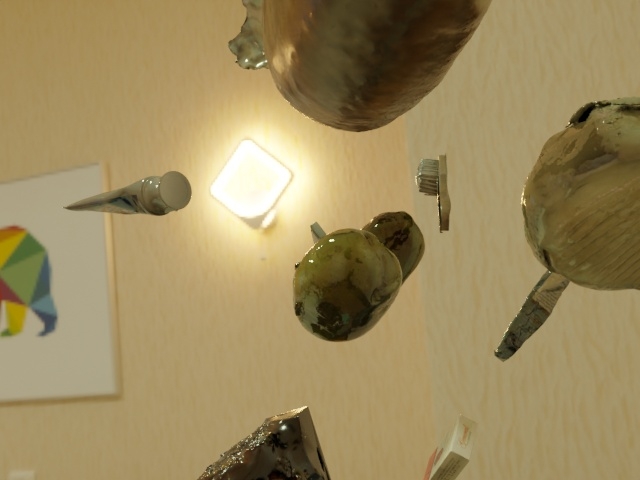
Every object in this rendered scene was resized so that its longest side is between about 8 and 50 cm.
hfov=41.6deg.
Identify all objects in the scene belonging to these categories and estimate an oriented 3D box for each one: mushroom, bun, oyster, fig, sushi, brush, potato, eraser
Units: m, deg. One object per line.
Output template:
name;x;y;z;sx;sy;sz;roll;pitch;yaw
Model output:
mushroom;0.038;-0.245;0.800;0.224;0.314;0.397;22;15;-8
bun;0.335;-0.053;0.929;0.239;0.141;0.239;0;-50;0
oyster;-0.079;-0.450;1.740;0.100;0.271;0.275;-27;-19;-41
fig;0.135;0.023;1.704;0.154;0.166;0.144;3;-22;27
sushi;-0.113;0.443;1.486;0.227;0.215;0.212;-18;-4;10
brush;0.218;-0.095;1.626;0.065;0.070;0.327;3;23;4
potato;0.043;0.083;1.468;0.197;0.149;0.228;25;-50;-24
eraser;0.000;0.000;1.552;0.019;0.038;0.083;-30;-26;-10

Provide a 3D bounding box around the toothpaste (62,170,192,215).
toothpaste;-0.296;-0.060;1.302;0.096;0.061;0.266;2;-6;-43

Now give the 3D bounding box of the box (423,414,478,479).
box;0.247;0.422;1.626;0.048;0.152;0.100;30;38;4

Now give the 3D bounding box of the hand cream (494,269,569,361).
hand cream;0.447;0.150;1.788;0.075;0.248;0.052;39;-2;-36
